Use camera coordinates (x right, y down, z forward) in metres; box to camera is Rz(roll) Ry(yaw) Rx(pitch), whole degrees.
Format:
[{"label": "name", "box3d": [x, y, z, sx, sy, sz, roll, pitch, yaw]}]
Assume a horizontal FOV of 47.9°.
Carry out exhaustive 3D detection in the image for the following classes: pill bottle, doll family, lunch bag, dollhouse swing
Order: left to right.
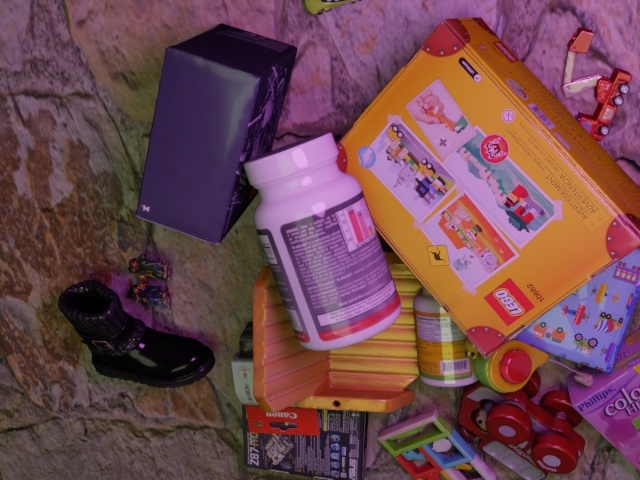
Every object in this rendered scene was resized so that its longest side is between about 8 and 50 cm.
[{"label": "doll family", "box3d": [-0.422, 0.104, 1.757, 0.111, 0.076, 0.193, 10, 118, 2]}, {"label": "pill bottle", "box3d": [0.000, 0.000, 1.330, 0.210, 0.210, 0.363, -16, 101, 18]}, {"label": "dollhouse swing", "box3d": [0.050, 0.195, 1.515, 0.315, 0.305, 0.347, 1, 91, 11]}, {"label": "pill bottle", "box3d": [0.271, 0.178, 1.550, 0.136, 0.136, 0.246, -4, 97, 13]}, {"label": "lunch bag", "box3d": [0.553, 0.097, 1.534, 0.220, 0.138, 0.293, 19, 107, 6]}]

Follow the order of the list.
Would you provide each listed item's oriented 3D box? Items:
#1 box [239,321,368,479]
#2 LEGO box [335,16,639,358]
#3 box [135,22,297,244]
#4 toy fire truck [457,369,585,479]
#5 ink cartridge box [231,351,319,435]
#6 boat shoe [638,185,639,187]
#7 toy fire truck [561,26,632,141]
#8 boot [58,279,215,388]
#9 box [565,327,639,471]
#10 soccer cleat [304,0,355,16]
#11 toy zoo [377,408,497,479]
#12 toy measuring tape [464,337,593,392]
[{"label": "box", "box3d": [-0.037, 0.408, 1.800, 0.318, 0.097, 0.395, 4, 113, 9]}, {"label": "LEGO box", "box3d": [0.300, -0.099, 1.337, 0.500, 0.193, 0.372, 51, 125, 9]}, {"label": "box", "box3d": [-0.199, -0.220, 1.434, 0.178, 0.312, 0.343, 19, 117, 4]}, {"label": "toy fire truck", "box3d": [0.453, 0.442, 1.690, 0.302, 0.169, 0.254, 33, 134, -3]}, {"label": "ink cartridge box", "box3d": [-0.104, 0.379, 1.722, 0.189, 0.066, 0.232, -1, 107, 13]}, {"label": "boat shoe", "box3d": [0.658, -0.096, 1.457, 0.133, 0.049, 0.042, -33, 96, 18]}, {"label": "toy fire truck", "box3d": [0.521, -0.299, 1.396, 0.135, 0.047, 0.192, 19, 117, 3]}, {"label": "boot", "box3d": [-0.445, 0.226, 1.747, 0.347, 0.131, 0.260, 0, 130, 12]}, {"label": "box", "box3d": [0.718, 0.357, 1.609, 0.243, 0.117, 0.213, 44, 115, -9]}, {"label": "soccer cleat", "box3d": [0.048, -0.495, 1.402, 0.178, 0.060, 0.072, -13, 109, 20]}, {"label": "toy zoo", "box3d": [0.305, 0.559, 1.809, 0.192, 0.030, 0.293, -33, 104, 36]}, {"label": "toy measuring tape", "box3d": [0.422, 0.275, 1.492, 0.330, 0.121, 0.121, 26, 118, -23]}]
